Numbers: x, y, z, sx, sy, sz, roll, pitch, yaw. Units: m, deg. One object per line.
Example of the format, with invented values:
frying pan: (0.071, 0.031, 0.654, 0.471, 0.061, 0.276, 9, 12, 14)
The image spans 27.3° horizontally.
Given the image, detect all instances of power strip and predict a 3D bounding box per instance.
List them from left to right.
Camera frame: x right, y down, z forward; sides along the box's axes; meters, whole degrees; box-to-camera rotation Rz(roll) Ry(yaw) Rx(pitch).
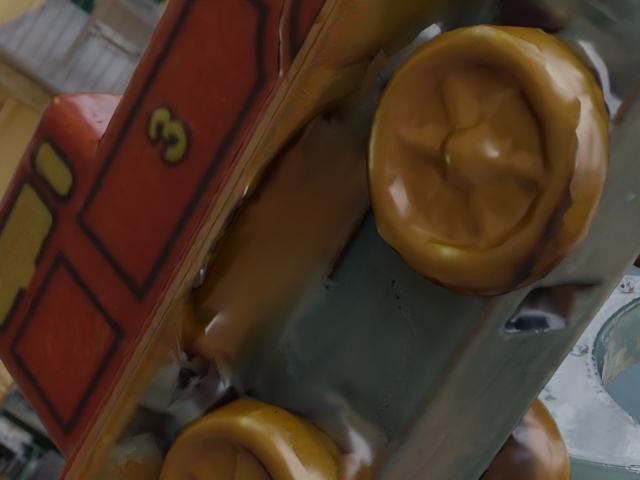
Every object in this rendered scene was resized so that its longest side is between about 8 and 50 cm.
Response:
power strip: (0.148, 0.094, 0.746, 0.168, 0.054, 0.253, 0, 26, 12)

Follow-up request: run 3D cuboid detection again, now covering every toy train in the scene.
toy train: (0.000, 0.000, 0.483, 0.163, 0.369, 0.231, -1, 39, -50)
